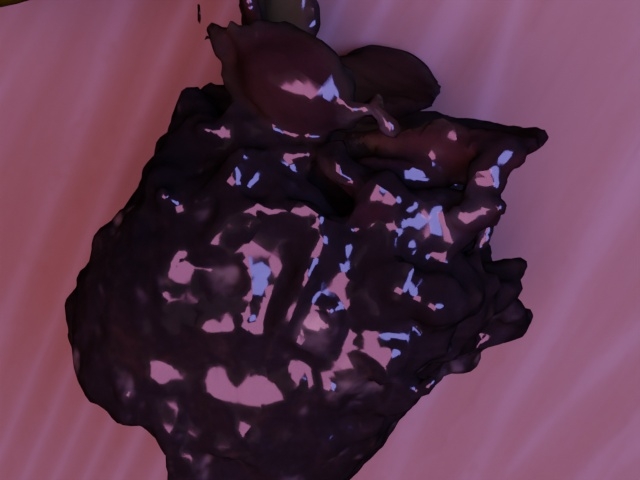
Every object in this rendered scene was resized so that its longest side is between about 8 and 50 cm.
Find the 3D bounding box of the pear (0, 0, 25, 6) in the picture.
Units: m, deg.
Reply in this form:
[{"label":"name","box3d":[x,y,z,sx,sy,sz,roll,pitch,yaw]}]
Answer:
[{"label":"pear","box3d":[-0.145,-0.224,0.452,0.294,0.294,0.294,3,109,8]}]

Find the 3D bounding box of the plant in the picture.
[{"label":"plant","box3d":[0.000,0.000,0.557,0.204,0.178,0.234,37,100,8]}]
